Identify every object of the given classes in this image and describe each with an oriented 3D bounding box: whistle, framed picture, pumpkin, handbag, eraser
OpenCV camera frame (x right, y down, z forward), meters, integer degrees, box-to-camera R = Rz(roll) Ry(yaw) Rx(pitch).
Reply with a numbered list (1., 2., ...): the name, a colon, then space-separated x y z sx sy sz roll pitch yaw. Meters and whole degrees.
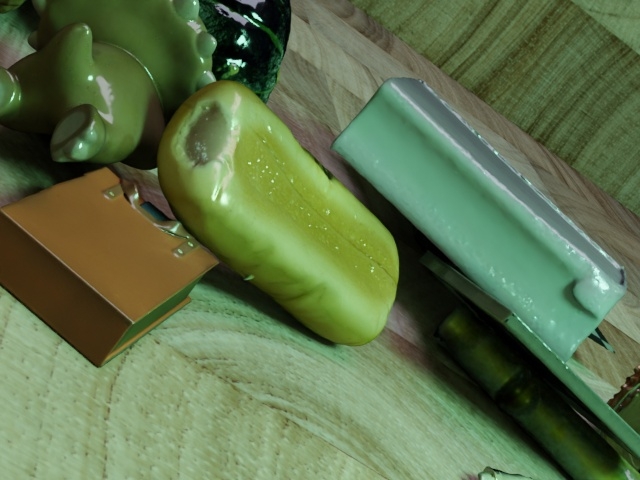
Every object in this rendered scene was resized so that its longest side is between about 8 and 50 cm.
1. whistle: 0.249 0.196 1.421 0.326 0.057 0.068 44 17 17
2. framed picture: 0.230 0.123 1.447 0.240 0.020 0.324 44 0 -16
3. pumpkin: -0.117 -0.204 1.409 0.162 0.220 0.220 24 17 -4
4. handbag: -0.164 0.014 1.008 0.127 0.063 0.190 39 20 3
5. eraser: 0.197 -0.035 1.586 0.359 0.122 0.272 43 11 6

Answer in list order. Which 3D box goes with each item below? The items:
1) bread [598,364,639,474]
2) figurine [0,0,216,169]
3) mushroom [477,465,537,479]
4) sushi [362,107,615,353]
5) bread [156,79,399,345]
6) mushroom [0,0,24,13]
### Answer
1. bread: 0.437 0.238 1.566 0.224 0.142 0.212 34 19 -10
2. figurine: -0.183 -0.160 1.157 0.177 0.173 0.247 25 7 22
3. mushroom: 0.216 0.250 1.229 0.187 0.061 0.060 21 7 -18
4. sushi: 0.210 0.005 1.845 0.359 0.064 0.343 31 21 -35
5. bread: -0.035 -0.013 1.190 0.091 0.142 0.305 -3 -30 34
6. mushroom: -0.309 -0.371 1.473 0.345 0.239 0.345 57 -3 4
